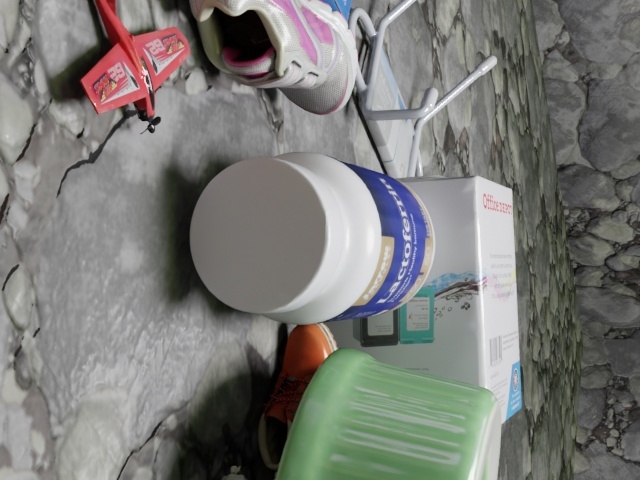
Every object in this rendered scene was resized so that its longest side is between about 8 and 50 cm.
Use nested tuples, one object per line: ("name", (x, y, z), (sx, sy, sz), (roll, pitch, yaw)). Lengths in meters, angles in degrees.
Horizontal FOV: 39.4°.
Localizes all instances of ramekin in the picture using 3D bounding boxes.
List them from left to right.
("ramekin", (0.066, 0.255, 0.786), (0.303, 0.148, 0.303), (7, 90, -73))

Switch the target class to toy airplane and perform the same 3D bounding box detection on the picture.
("toy airplane", (-0.145, -0.147, 0.646), (0.151, 0.028, 0.151), (-4, 90, -69))

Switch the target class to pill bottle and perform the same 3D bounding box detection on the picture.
("pill bottle", (0.000, 0.000, 0.822), (0.265, 0.153, 0.153), (4, 84, -67))

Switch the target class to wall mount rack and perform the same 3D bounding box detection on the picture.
("wall mount rack", (0.151, -0.214, 1.238), (0.350, 0.130, 0.304), (61, 34, -49))

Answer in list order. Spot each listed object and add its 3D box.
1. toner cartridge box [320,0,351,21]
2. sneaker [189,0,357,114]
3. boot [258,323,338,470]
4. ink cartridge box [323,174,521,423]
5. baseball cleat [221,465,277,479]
("toner cartridge box", (-0.005, -0.409, 0.954), (0.165, 0.075, 0.348), (53, 40, -52))
("sneaker", (-0.049, -0.179, 0.808), (0.252, 0.103, 0.111), (44, 52, -50))
("boot", (-0.023, 0.151, 0.877), (0.084, 0.059, 0.158), (25, 66, -60))
("ink cartridge box", (0.113, 0.070, 1.026), (0.198, 0.197, 0.270), (4, 84, -67))
("baseball cleat", (-0.040, 0.276, 0.798), (0.206, 0.072, 0.109), (51, 42, -54))
